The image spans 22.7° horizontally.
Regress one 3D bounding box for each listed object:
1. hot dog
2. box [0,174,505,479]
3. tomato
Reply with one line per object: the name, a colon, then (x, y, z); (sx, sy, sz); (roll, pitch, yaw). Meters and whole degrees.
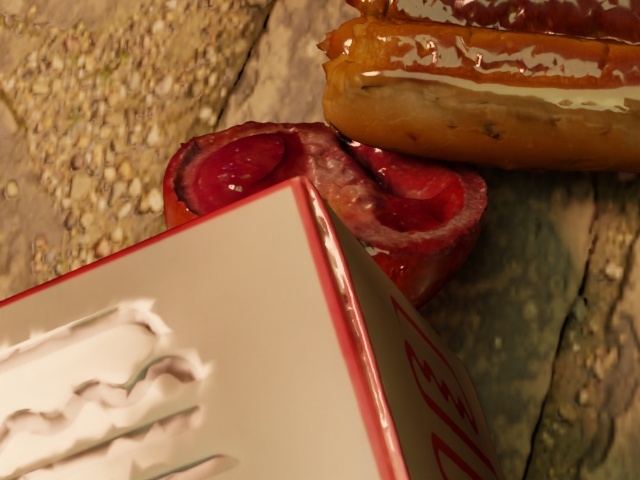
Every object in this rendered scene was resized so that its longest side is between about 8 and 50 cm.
hot dog: (0.169, -0.108, 0.929); (0.348, 0.117, 0.158); (6, 72, 15)
box: (-0.054, 0.197, 0.781); (0.314, 0.312, 0.300); (-22, 65, 10)
tomato: (0.000, 0.000, 0.946); (0.189, 0.099, 0.173); (6, 27, 1)
